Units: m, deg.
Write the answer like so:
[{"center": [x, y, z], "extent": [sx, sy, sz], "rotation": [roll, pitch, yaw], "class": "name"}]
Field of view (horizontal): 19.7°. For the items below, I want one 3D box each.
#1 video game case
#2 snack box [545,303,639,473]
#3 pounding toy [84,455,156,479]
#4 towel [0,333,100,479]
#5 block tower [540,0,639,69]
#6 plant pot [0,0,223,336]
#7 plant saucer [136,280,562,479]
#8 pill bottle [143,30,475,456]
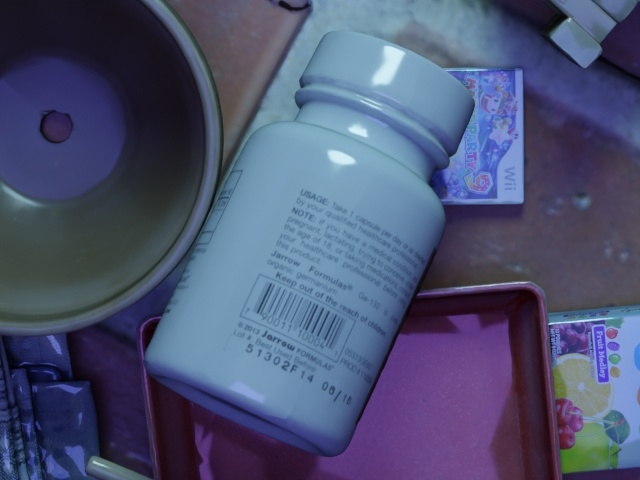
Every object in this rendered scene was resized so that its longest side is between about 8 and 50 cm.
[{"center": [0.068, -0.065, 1.165], "extent": [0.122, 0.011, 0.087], "rotation": [-1, 99, 4], "class": "video game case"}, {"center": [0.215, 0.090, 1.165], "extent": [0.141, 0.037, 0.100], "rotation": [-5, 99, 5], "class": "snack box"}, {"center": [-0.113, 0.213, 1.140], "extent": [0.206, 0.094, 0.181], "rotation": [-21, 93, -4], "class": "pounding toy"}, {"center": [-0.295, 0.198, 1.169], "extent": [0.324, 0.056, 0.312], "rotation": [-8, 98, -12], "class": "towel"}, {"center": [0.234, -0.256, 1.084], "extent": [0.097, 0.091, 0.335], "rotation": [41, 99, -2], "class": "block tower"}, {"center": [-0.174, -0.066, 1.133], "extent": [0.237, 0.110, 0.237], "rotation": [1, 99, 3], "class": "plant pot"}, {"center": [0.025, 0.159, 1.185], "extent": [0.259, 0.048, 0.258], "rotation": [-5, 98, 4], "class": "plant saucer"}, {"center": [0.000, 0.000, 1.086], "extent": [0.131, 0.131, 0.229], "rotation": [25, 79, 0], "class": "pill bottle"}]
